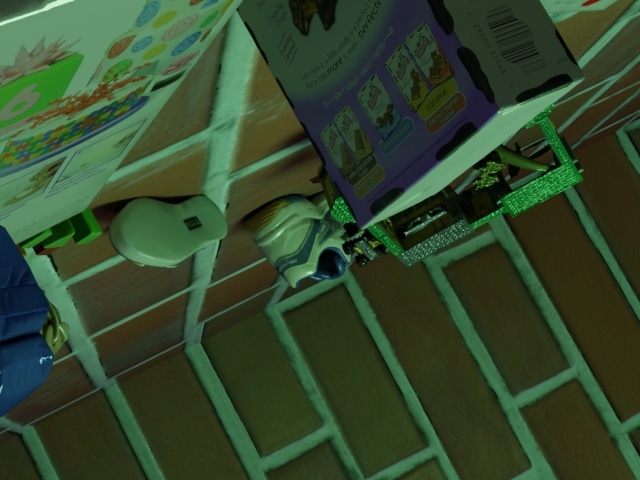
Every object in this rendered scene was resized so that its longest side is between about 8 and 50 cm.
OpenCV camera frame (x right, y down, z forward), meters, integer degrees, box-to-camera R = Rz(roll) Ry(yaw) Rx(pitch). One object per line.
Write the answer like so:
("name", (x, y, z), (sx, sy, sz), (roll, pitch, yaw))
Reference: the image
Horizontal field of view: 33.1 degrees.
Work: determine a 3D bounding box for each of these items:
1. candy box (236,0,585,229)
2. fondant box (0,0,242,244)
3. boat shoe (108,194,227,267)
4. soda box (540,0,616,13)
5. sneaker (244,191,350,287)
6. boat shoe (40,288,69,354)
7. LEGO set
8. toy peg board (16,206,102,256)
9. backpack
("candy box", (0.034, -0.130, 0.618), (0.070, 0.196, 0.165), (-24, 172, -30))
("fondant box", (-0.188, -0.069, 0.535), (0.238, 0.096, 0.330), (-31, 177, -37))
("boat shoe", (-0.176, 0.000, 1.179), (0.070, 0.078, 0.219), (-32, 173, 20))
("soda box", (0.228, -0.253, 0.974), (0.074, 0.069, 0.216), (-33, 170, 37))
("sneaker", (0.000, 0.000, 1.608), (0.112, 0.131, 0.296), (-35, 171, 31))
("boat shoe", (-0.327, 0.088, 1.121), (0.110, 0.121, 0.341), (-30, -176, -25))
("LEGO set", (0.141, -0.132, 1.284), (0.331, 0.192, 0.255), (-35, 141, 21))
("toy peg board", (-0.261, -0.009, 0.820), (0.161, 0.079, 0.161), (-31, 172, 15))
("backpack", (-0.205, 0.058, 0.530), (0.120, 0.101, 0.098), (-32, 169, 12))
